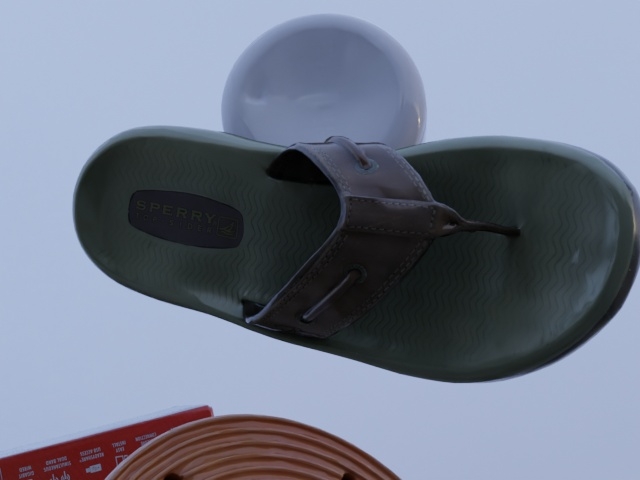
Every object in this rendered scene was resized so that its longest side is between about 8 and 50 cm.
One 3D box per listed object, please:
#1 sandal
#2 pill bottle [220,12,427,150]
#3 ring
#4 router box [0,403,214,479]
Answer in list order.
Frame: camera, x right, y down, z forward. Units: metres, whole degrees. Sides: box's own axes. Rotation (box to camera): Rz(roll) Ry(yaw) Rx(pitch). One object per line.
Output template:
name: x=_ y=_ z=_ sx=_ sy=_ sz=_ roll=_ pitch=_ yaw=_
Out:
sandal: x=-0.001 y=0.001 z=0.538 sx=0.302 sy=0.120 sz=0.086 roll=5 pitch=-3 yaw=22
pill bottle: x=0.008 y=-0.044 z=0.711 sx=0.117 sy=0.117 sz=0.215 roll=-12 pitch=-20 yaw=0
ring: x=-0.012 y=0.262 z=0.672 sx=0.336 sy=0.337 sz=0.032 roll=18 pitch=-43 yaw=-29
router box: x=-0.219 y=0.315 z=0.889 sx=0.335 sy=0.301 sz=0.082 roll=-11 pitch=-3 yaw=-31
